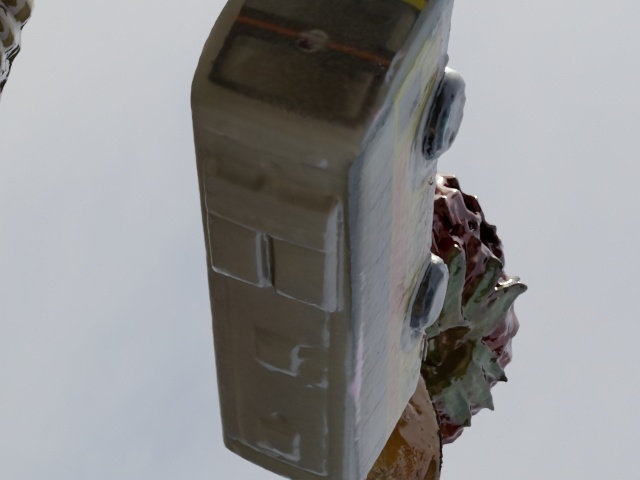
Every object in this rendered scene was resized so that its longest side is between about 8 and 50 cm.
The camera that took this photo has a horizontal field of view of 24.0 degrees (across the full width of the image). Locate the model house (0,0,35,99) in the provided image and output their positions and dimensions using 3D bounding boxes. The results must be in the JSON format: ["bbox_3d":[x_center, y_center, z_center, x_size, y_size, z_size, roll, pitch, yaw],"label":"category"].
[{"bbox_3d":[-0.228,-0.042,0.479,0.261,0.266,0.321,61,-2,-6],"label":"model house"}]

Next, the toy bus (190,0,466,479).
[{"bbox_3d":[0.000,0.000,0.635,0.268,0.092,0.106,90,24,-51],"label":"toy bus"}]

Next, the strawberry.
[{"bbox_3d":[0.045,0.052,1.694,0.295,0.317,0.345,-48,-137,-10],"label":"strawberry"}]

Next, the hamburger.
[{"bbox_3d":[0.057,0.174,1.447,0.087,0.102,0.176,-29,-114,36],"label":"hamburger"}]
